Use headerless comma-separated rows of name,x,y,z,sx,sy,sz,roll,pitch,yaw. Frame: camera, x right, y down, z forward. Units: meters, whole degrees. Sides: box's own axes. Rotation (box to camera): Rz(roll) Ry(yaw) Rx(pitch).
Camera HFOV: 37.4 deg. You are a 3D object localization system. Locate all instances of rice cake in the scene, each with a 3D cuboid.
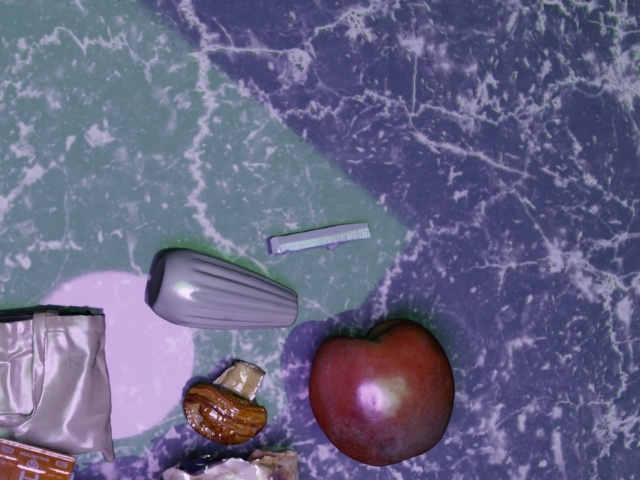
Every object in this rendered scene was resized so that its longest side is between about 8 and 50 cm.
rice cake,0.000,0.000,1.663,0.180,0.030,0.042,-10,88,-14

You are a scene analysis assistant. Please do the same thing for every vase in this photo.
vase,-0.156,0.093,1.583,0.248,0.128,0.128,13,87,-22

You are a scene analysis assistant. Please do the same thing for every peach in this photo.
peach,0.106,0.257,1.594,0.252,0.252,0.252,0,91,-14

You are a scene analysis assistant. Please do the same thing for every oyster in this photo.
oyster,-0.177,0.456,1.536,0.351,0.115,0.238,-37,90,-3

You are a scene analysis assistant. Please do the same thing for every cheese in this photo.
cheese,-0.144,0.234,1.624,0.084,0.041,0.060,28,91,-32

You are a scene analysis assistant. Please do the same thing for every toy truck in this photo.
toy truck,-0.481,0.462,1.429,0.136,0.162,0.305,20,115,-15

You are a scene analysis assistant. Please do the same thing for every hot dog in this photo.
hot dog,-0.162,0.295,1.602,0.147,0.065,0.099,26,128,-15

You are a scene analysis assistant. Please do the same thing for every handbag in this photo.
handbag,-0.491,0.239,1.501,0.316,0.109,0.253,-2,90,-11
